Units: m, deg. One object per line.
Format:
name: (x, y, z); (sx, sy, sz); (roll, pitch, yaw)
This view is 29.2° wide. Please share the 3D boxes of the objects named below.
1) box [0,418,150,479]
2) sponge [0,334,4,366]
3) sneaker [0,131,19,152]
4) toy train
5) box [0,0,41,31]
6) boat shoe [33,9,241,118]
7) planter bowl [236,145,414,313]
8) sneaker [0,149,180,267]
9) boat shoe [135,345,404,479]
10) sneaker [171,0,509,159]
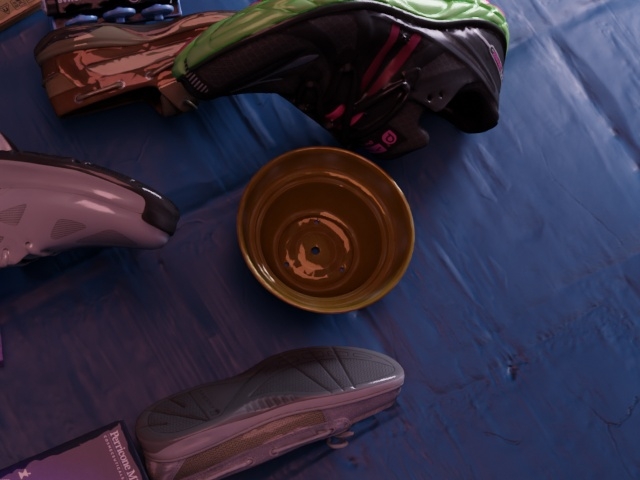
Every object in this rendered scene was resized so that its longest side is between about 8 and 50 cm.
box: (-0.281, 0.310, 1.339); (0.207, 0.108, 0.153); (-23, 74, -17)
sponge: (-0.444, 0.053, 1.450); (0.117, 0.031, 0.210); (-7, 71, -12)
sneaker: (-0.372, -0.063, 1.501); (0.061, 0.053, 0.152); (-39, 77, -4)
toy train: (-0.267, -0.307, 1.575); (0.184, 0.105, 0.080); (-12, 90, -16)
box: (-0.471, -0.330, 1.595); (0.201, 0.021, 0.164); (-35, 79, -19)
boat shoe: (-0.193, -0.213, 1.557); (0.324, 0.122, 0.119); (-8, 84, -12)
planter bowl: (0.000, 0.000, 1.515); (0.217, 0.090, 0.217); (4, 68, -9)
sneaker: (-0.387, 0.034, 1.371); (0.448, 0.169, 0.257); (6, 79, 9)
boat shoe: (-0.053, 0.209, 1.427); (0.320, 0.103, 0.118); (-17, 28, -18)
sneaker: (0.052, -0.201, 1.504); (0.483, 0.185, 0.202); (-5, 86, -31)
